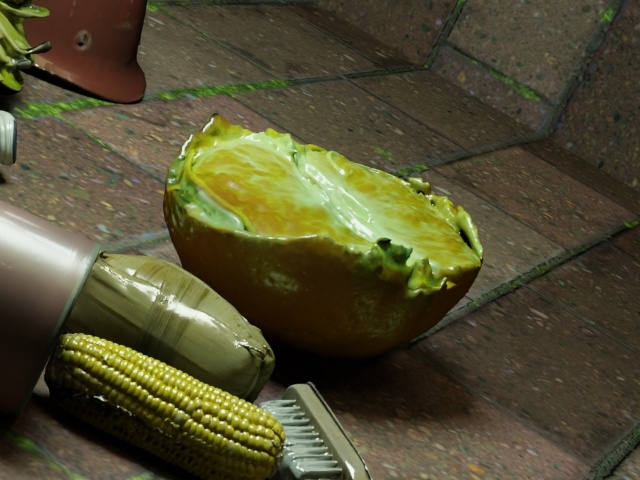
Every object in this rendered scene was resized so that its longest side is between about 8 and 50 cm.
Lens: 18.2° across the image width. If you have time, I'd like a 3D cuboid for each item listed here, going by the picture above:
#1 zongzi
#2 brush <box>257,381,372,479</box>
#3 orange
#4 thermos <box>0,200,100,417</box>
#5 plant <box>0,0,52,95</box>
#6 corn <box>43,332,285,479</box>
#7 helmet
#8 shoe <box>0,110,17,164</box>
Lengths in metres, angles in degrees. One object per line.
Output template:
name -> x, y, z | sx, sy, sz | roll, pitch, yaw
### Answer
zongzi -> -0.118, 0.075, 1.736 | 0.194, 0.099, 0.197 | 31, 9, 12
brush -> 0.017, 0.219, 1.566 | 0.065, 0.070, 0.327 | -2, 30, -26
orange -> -0.002, 0.010, 1.941 | 0.263, 0.196, 0.335 | 20, 5, 33
thermos -> -0.318, 0.017, 1.508 | 0.265, 0.146, 0.176 | 25, -25, -6
plant -> -0.387, -0.278, 2.156 | 0.261, 0.297, 0.306 | 48, 8, -29
corn -> -0.123, 0.135, 1.572 | 0.203, 0.072, 0.072 | 26, 16, -5
helmet -> -0.345, -0.363, 2.490 | 0.385, 0.230, 0.337 | 33, 16, 23
shoe -> -0.358, -0.115, 2.000 | 0.071, 0.064, 0.143 | -8, 30, -35
